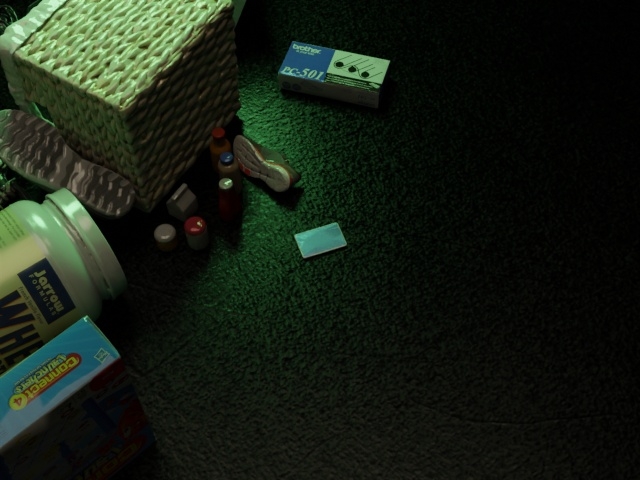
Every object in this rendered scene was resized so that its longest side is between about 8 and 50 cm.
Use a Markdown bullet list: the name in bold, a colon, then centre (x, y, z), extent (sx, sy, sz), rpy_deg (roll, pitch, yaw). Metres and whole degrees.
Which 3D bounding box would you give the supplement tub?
- **supplement tub**: centre (-0.497, 0.082, 1.453), extent (0.325, 0.235, 0.235), rpy_deg (-34, 62, -19)

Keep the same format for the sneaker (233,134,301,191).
- **sneaker**: centre (-0.099, -0.145, 1.716), extent (0.158, 0.061, 0.065), rpy_deg (41, 39, 23)

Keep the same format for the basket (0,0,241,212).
- **basket**: centre (-0.342, -0.285, 1.641), extent (0.266, 0.328, 0.331), rpy_deg (29, 61, 16)

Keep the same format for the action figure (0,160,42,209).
- **action figure**: centre (-0.591, -0.119, 1.647), extent (0.164, 0.141, 0.276), rpy_deg (-38, 65, -9)

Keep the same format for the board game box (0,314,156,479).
- **board game box**: centre (-0.395, 0.292, 1.273), extent (0.308, 0.302, 0.086), rpy_deg (-38, 64, -21)

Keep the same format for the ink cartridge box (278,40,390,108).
- **ink cartridge box**: centre (0.028, -0.332, 1.832), extent (0.207, 0.046, 0.097), rpy_deg (14, 56, 10)

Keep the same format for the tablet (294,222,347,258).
- **tablet**: centre (0.000, 0.000, 1.636), extent (0.083, 0.006, 0.054), rpy_deg (-17, 58, -11)

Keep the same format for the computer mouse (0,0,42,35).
- **computer mouse**: centre (-0.544, -0.476, 1.928), extent (0.272, 0.072, 0.188), rpy_deg (-34, 64, -6)

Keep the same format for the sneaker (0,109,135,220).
- **sneaker**: centre (-0.461, -0.114, 1.587), extent (0.281, 0.115, 0.105), rpy_deg (37, 62, -8)

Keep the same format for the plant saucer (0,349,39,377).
- **plant saucer**: centre (-0.460, 0.238, 1.342), extent (0.278, 0.278, 0.041), rpy_deg (-37, 86, -21)

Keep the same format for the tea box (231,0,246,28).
- **tea box**: centre (-0.329, -0.616, 1.861), extent (0.329, 0.220, 0.323), rpy_deg (1, 52, -28)

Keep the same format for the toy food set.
- **toy food set**: centre (-0.209, -0.084, 1.636), extent (0.111, 0.104, 0.232), rpy_deg (27, 61, 18)
